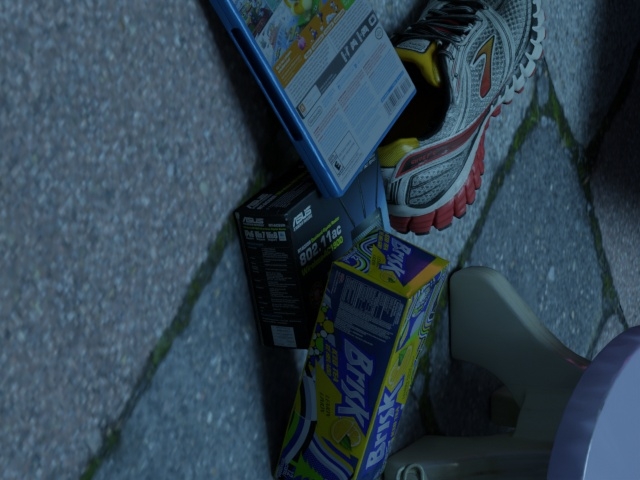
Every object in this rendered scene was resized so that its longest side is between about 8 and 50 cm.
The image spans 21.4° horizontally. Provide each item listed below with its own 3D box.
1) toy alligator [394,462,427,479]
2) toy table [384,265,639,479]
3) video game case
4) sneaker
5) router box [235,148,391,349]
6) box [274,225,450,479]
[{"bbox_3d":[0.048,0.247,1.158,0.051,0.056,0.189,152,-54,-75],"label":"toy alligator"},{"bbox_3d":[0.176,0.149,1.255,0.274,0.161,0.252,3,91,-59],"label":"toy table"},{"bbox_3d":[-0.006,-0.125,1.014,0.166,0.015,0.119,60,43,-24],"label":"video game case"},{"bbox_3d":[0.088,-0.119,1.145,0.093,0.088,0.225,52,50,-48],"label":"sneaker"},{"bbox_3d":[0.000,0.000,1.053,0.122,0.038,0.092,-42,127,-51],"label":"router box"},{"bbox_3d":[0.024,0.080,1.026,0.059,0.054,0.169,-39,150,-52],"label":"box"}]
